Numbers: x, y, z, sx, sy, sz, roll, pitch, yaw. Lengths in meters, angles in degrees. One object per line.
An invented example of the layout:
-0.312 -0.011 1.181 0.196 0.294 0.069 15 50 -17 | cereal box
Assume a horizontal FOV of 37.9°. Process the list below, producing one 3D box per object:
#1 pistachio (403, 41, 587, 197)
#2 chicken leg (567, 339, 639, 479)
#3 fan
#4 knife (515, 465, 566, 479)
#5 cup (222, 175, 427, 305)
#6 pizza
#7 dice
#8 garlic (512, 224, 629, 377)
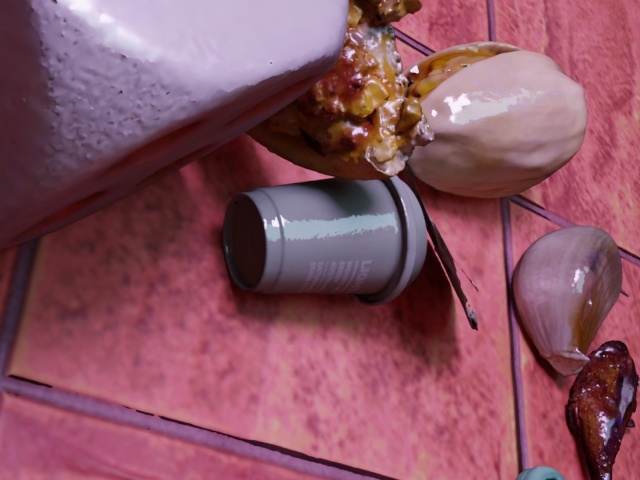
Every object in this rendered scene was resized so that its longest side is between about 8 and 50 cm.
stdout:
0.159 -0.118 0.928 0.230 0.157 0.157 -5 70 -29 | pistachio
0.286 0.182 0.930 0.093 0.053 0.205 58 46 -20 | chicken leg
0.099 0.010 0.752 0.310 0.010 0.182 -82 147 -83 | fan
0.203 0.324 0.791 0.063 0.035 0.260 9 64 -33 | knife
0.000 0.000 0.746 0.141 0.120 0.120 -8 72 -30 | cup
-0.026 -0.171 0.701 0.081 0.228 0.289 -17 50 -42 | pizza
-0.157 -0.148 0.584 0.251 0.259 0.243 -33 92 -47 | dice
0.272 0.046 0.980 0.198 0.091 0.128 -38 109 -52 | garlic
